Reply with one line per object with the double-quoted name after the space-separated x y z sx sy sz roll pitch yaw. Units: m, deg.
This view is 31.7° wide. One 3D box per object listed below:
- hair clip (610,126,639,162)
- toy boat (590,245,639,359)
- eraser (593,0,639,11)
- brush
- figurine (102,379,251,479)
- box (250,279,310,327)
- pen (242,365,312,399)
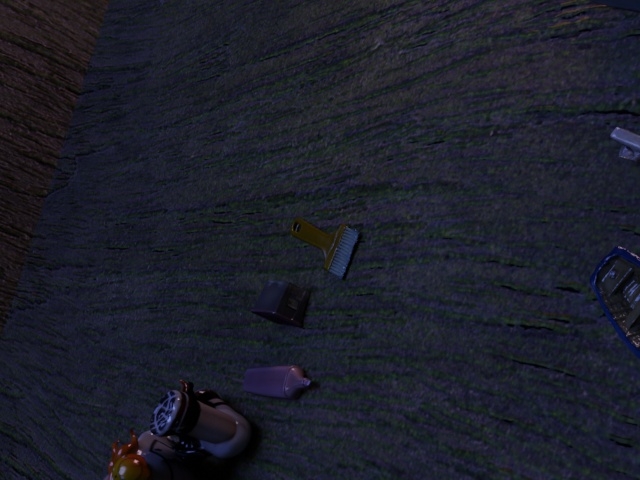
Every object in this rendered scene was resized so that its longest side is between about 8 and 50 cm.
0.405 -0.078 1.235 0.062 0.056 0.214 -54 39 -6 "hair clip"
0.362 0.092 1.197 0.080 0.046 0.229 -55 34 20 "toy boat"
0.414 -0.433 1.384 0.189 0.104 0.290 25 93 63 "eraser"
0.000 0.000 1.854 0.218 0.010 0.082 26 95 60 "brush"
-0.252 0.398 1.827 0.323 0.196 0.320 -59 -12 1 "figurine"
-0.064 0.102 1.847 0.085 0.060 0.063 -1 67 58 "box"
-0.066 0.225 1.801 0.197 0.032 0.053 -7 65 59 "pen"
